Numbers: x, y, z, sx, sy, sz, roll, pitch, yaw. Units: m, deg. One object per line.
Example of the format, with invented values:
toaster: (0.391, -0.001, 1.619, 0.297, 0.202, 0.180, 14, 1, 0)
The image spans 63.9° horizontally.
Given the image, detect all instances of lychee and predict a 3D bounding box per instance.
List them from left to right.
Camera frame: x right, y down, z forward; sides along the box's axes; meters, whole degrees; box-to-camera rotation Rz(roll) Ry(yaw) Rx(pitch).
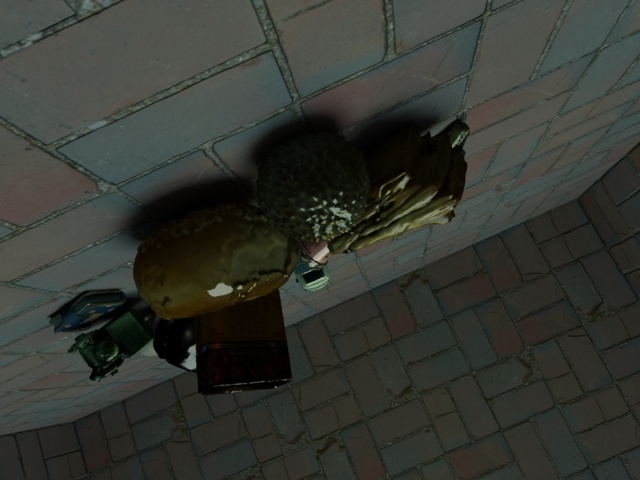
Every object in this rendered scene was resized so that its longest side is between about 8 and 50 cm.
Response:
lychee: (-0.009, -0.113, 1.127, 0.256, 0.274, 0.255, -23, 135, -26)

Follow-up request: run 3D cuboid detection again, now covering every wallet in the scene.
wallet: (-0.706, 0.216, 1.552, 0.202, 0.059, 0.141, -31, 161, 26)

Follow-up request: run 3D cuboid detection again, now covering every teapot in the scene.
teapot: (-0.611, 0.333, 1.898, 0.298, 0.139, 0.204, -39, -154, 18)

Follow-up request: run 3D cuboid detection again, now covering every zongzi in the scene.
zongzi: (0.345, -0.286, 1.429, 0.131, 0.062, 0.154, -10, 157, -6)

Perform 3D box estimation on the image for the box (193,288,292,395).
box: (-0.248, 0.248, 1.571, 0.265, 0.414, 0.116, 5, 151, -32)

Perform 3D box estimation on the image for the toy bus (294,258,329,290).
toy bus: (-0.040, 0.109, 1.942, 0.133, 0.164, 0.271, -23, 174, -4)

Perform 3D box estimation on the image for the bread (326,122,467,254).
bread: (0.168, -0.142, 1.302, 0.370, 0.191, 0.314, -19, -150, 30)

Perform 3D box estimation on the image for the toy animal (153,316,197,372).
toy animal: (-0.400, 0.270, 1.740, 0.309, 0.251, 0.251, -61, 163, -3)

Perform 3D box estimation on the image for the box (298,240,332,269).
box: (0.000, 0.000, 1.715, 0.135, 0.151, 0.151, -40, 160, 21)

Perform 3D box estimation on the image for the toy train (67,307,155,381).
toy train: (-0.682, 0.332, 1.678, 0.238, 0.166, 0.299, -42, -168, -32)

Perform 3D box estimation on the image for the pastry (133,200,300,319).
pastry: (-0.253, 0.043, 1.258, 0.410, 0.244, 0.409, -16, 175, -2)
